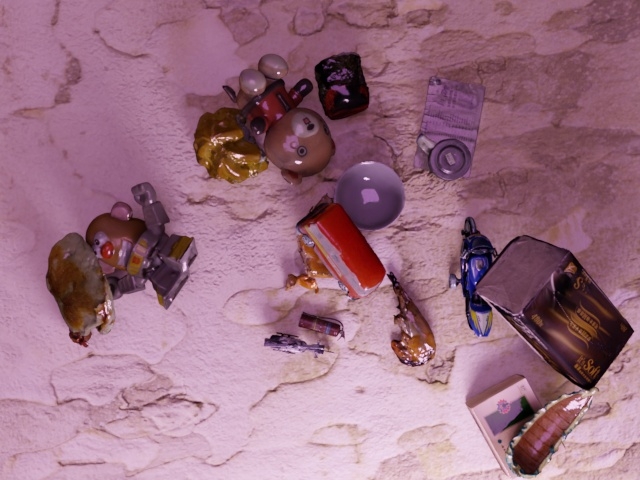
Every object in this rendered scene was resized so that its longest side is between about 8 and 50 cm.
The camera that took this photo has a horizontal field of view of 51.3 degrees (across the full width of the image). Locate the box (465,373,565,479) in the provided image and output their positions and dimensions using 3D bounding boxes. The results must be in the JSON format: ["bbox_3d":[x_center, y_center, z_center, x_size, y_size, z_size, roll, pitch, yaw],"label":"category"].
[{"bbox_3d":[0.506,0.482,1.738,0.168,0.095,0.211,-29,86,-4],"label":"box"}]

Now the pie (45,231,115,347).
[{"bbox_3d":[-0.619,0.124,1.728,0.257,0.106,0.274,-36,80,42],"label":"pie"}]

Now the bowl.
[{"bbox_3d":[0.129,-0.113,1.790,0.189,0.086,0.188,0,84,0],"label":"bowl"}]

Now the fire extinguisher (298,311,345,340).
[{"bbox_3d":[0.008,0.231,1.792,0.132,0.039,0.056,15,95,2],"label":"fire extinguisher"}]

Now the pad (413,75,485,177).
[{"bbox_3d":[0.358,-0.315,1.840,0.160,0.009,0.264,11,86,1],"label":"pad"}]

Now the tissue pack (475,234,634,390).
[{"bbox_3d":[0.578,0.180,1.644,0.370,0.198,0.210,41,82,-29],"label":"tissue pack"}]

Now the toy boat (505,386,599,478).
[{"bbox_3d":[0.570,0.462,1.648,0.108,0.099,0.293,42,92,1],"label":"toy boat"}]

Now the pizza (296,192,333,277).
[{"bbox_3d":[0.000,0.000,1.786,0.147,0.069,0.226,-22,91,-20],"label":"pizza"}]

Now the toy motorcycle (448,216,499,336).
[{"bbox_3d":[0.403,0.090,1.729,0.113,0.169,0.315,-2,86,0],"label":"toy motorcycle"}]

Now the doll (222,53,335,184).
[{"bbox_3d":[-0.103,-0.310,1.746,0.329,0.174,0.235,53,49,-9],"label":"doll"}]

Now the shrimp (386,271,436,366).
[{"bbox_3d":[0.217,0.215,1.776,0.117,0.066,0.262,-29,84,-1],"label":"shrimp"}]

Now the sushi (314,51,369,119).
[{"bbox_3d":[0.057,-0.400,1.741,0.136,0.225,0.126,-20,88,5],"label":"sushi"}]

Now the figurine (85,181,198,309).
[{"bbox_3d":[-0.481,0.025,1.749,0.285,0.167,0.342,29,89,8],"label":"figurine"}]

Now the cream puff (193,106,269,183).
[{"bbox_3d":[-0.254,-0.251,1.764,0.195,0.194,0.220,-33,83,-1],"label":"cream puff"}]

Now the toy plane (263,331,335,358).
[{"bbox_3d":[-0.059,0.282,1.771,0.197,0.078,0.053,13,84,-13],"label":"toy plane"}]

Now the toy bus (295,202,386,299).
[{"bbox_3d":[0.064,0.029,1.705,0.121,0.120,0.265,-39,100,-24],"label":"toy bus"}]

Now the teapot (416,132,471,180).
[{"bbox_3d":[0.319,-0.217,1.781,0.149,0.108,0.111,11,90,-3],"label":"teapot"}]

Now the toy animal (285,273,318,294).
[{"bbox_3d":[-0.054,0.121,1.792,0.083,0.060,0.081,-24,85,-9],"label":"toy animal"}]
